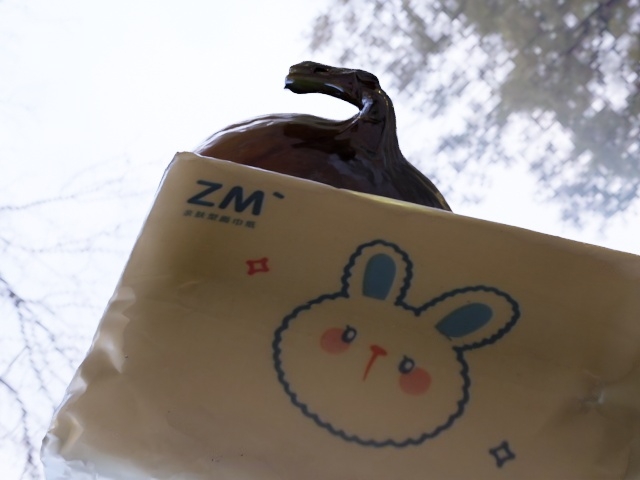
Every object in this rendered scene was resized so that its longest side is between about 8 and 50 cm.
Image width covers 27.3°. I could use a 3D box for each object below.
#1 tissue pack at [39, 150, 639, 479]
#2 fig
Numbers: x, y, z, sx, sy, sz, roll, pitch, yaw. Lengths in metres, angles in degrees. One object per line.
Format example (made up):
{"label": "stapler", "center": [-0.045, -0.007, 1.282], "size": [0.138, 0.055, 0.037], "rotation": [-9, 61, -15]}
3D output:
{"label": "tissue pack", "center": [0.018, 0.057, 0.469], "size": [0.196, 0.092, 0.148], "rotation": [12, -131, 8]}
{"label": "fig", "center": [-0.006, 0.017, 0.876], "size": [0.235, 0.214, 0.235], "rotation": [42, -154, -26]}
